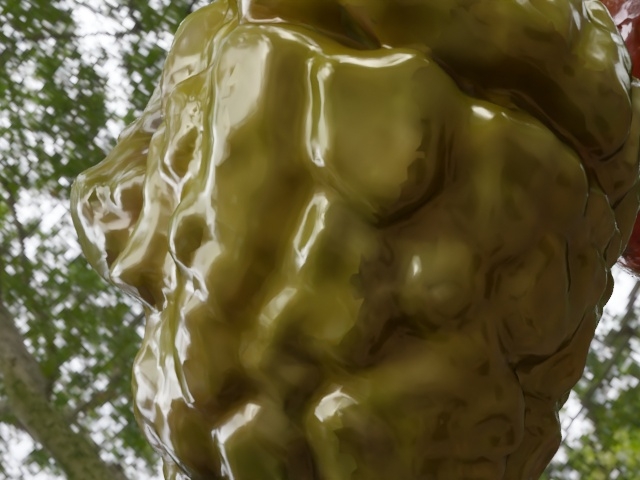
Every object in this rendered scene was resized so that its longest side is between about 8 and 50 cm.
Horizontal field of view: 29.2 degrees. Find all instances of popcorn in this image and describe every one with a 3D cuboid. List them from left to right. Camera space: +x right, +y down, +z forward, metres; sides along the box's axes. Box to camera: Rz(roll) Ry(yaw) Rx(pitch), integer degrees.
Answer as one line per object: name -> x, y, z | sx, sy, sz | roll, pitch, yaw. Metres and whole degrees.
popcorn -> 0.000, 0.000, 0.421 | 0.200, 0.203, 0.226 | -58, -25, -26

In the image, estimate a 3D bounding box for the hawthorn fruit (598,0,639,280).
hawthorn fruit -> 0.239, -0.097, 0.771 | 0.262, 0.258, 0.258 | -41, -42, -16
